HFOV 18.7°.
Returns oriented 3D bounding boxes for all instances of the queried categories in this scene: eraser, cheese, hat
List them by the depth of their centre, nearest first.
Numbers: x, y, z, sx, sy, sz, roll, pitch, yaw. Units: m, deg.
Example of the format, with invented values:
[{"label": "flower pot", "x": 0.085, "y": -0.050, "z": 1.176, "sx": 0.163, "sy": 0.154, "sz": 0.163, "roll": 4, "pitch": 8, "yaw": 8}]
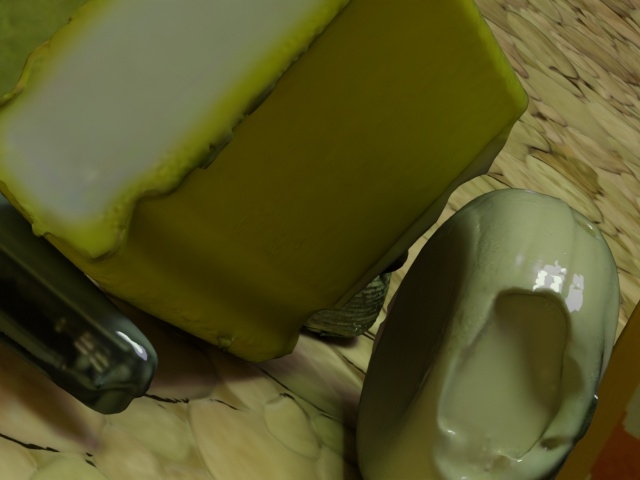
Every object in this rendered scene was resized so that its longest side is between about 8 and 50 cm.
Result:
[{"label": "eraser", "x": -0.014, "y": -0.041, "z": 0.686, "sx": 0.069, "sy": 0.158, "sz": 0.226, "roll": 43, "pitch": 2, "yaw": 19}, {"label": "cheese", "x": 0.056, "y": 0.042, "z": 0.788, "sx": 0.064, "sy": 0.137, "sz": 0.227, "roll": 25, "pitch": 1, "yaw": -8}, {"label": "hat", "x": 0.000, "y": 0.000, "z": 0.862, "sx": 0.076, "sy": 0.059, "sz": 0.077, "roll": 15, "pitch": 35, "yaw": -43}]

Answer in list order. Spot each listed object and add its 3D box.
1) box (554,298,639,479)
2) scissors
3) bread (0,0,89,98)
[{"label": "box", "x": 0.260, "y": 0.097, "z": 0.831, "sx": 0.259, "sy": 0.214, "sz": 0.283, "roll": 30, "pitch": 16, "yaw": 16}, {"label": "scissors", "x": -0.167, "y": -0.043, "z": 0.655, "sx": 0.289, "sy": 0.041, "sz": 0.138, "roll": 40, "pitch": 21, "yaw": 7}, {"label": "bread", "x": -0.077, "y": -0.189, "z": 0.842, "sx": 0.233, "sy": 0.361, "sz": 0.245, "roll": 55, "pitch": -18, "yaw": -14}]
